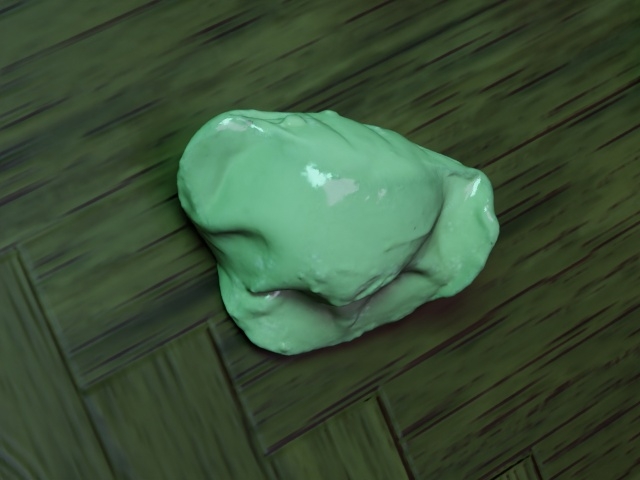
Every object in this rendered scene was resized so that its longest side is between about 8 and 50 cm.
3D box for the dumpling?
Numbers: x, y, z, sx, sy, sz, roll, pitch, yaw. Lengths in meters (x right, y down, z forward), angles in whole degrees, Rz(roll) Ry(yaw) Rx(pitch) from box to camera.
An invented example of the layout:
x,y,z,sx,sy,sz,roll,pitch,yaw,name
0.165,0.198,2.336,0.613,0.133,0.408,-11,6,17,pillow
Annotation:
x,y,z,sx,sy,sz,roll,pitch,yaw,name
-0.002,-0.001,1.073,0.169,0.100,0.134,3,118,-42,dumpling
